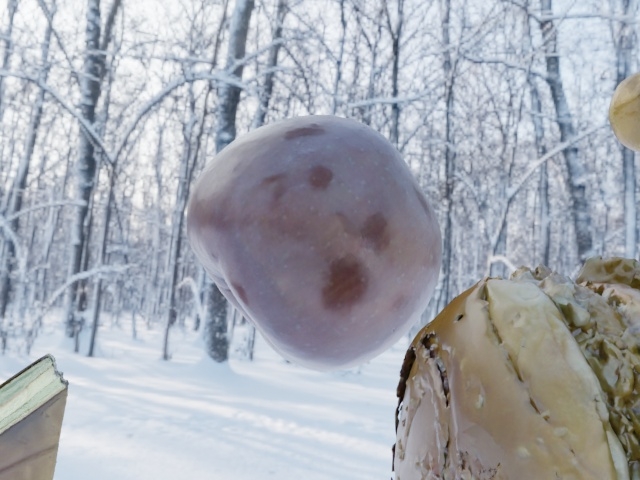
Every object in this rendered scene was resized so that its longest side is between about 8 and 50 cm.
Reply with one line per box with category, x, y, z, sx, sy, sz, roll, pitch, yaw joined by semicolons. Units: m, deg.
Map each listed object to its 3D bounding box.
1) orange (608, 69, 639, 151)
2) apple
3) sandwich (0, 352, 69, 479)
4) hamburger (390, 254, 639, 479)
orange;0.581;-0.228;1.179;0.157;0.156;0.134;3;-7;20
apple;0.000;0.000;0.747;0.305;0.235;0.305;48;-11;13
sandwich;-0.402;0.220;0.784;0.188;0.144;0.117;0;11;-34
hamburger;0.161;0.148;0.420;0.212;0.245;0.260;7;-47;-6
